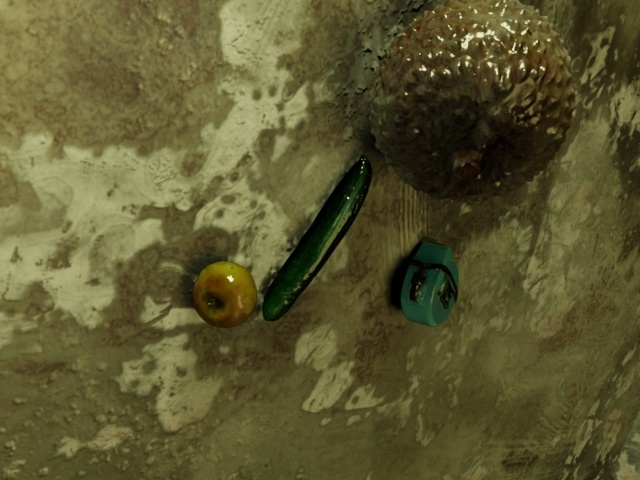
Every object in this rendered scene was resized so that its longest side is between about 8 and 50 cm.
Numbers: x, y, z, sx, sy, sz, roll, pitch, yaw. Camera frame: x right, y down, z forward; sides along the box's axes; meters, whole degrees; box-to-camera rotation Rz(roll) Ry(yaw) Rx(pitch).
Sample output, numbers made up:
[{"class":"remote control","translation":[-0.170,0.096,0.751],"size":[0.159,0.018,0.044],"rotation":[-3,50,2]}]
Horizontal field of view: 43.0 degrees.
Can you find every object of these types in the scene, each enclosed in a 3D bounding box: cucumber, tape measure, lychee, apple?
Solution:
[{"class":"cucumber","translation":[0.000,0.000,1.193],"size":[0.284,0.056,0.056],"rotation":[-57,139,-3]},{"class":"tape measure","translation":[0.189,0.083,1.410],"size":[0.125,0.081,0.146],"rotation":[-62,146,-25]},{"class":"lychee","translation":[0.203,-0.198,1.131],"size":[0.300,0.300,0.300],"rotation":[-24,127,-35]},{"class":"apple","translation":[-0.125,0.072,1.078],"size":[0.074,0.090,0.089],"rotation":[-14,123,-55]}]
